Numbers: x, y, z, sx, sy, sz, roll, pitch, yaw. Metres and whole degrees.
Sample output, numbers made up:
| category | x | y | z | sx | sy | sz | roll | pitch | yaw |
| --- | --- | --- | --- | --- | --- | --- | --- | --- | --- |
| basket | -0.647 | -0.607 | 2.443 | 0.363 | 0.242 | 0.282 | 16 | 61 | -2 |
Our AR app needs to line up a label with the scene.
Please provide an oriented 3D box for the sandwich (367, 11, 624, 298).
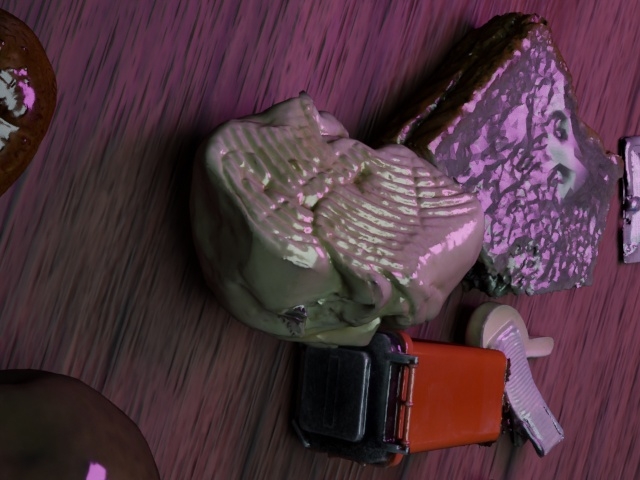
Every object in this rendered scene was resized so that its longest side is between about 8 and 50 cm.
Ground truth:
| category | x | y | z | sx | sy | sz | roll | pitch | yaw |
| --- | --- | --- | --- | --- | --- | --- | --- | --- | --- |
| sandwich | 0.231 | -0.074 | 2.061 | 0.262 | 0.131 | 0.325 | -47 | 119 | -25 |

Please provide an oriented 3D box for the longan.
| category | x | y | z | sx | sy | sz | roll | pitch | yaw |
| --- | --- | --- | --- | --- | --- | --- | --- | --- | --- |
| longan | -0.320 | 0.258 | 1.613 | 0.350 | 0.288 | 0.288 | 3 | 92 | -30 |

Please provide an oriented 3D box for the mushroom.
| category | x | y | z | sx | sy | sz | roll | pitch | yaw |
| --- | --- | --- | --- | --- | --- | --- | --- | --- | --- |
| mushroom | -0.359 | -0.129 | 1.630 | 0.194 | 0.138 | 0.231 | 32 | 75 | -33 |

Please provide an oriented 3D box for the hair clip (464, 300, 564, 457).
| category | x | y | z | sx | sy | sz | roll | pitch | yaw |
| --- | --- | --- | --- | --- | --- | --- | --- | --- | --- |
| hair clip | 0.245 | 0.162 | 2.127 | 0.159 | 0.071 | 0.218 | -43 | 123 | -31 |

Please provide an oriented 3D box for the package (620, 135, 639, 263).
| category | x | y | z | sx | sy | sz | roll | pitch | yaw |
| --- | --- | --- | --- | --- | --- | --- | --- | --- | --- |
| package | 0.471 | -0.057 | 2.298 | 0.173 | 0.027 | 0.171 | -3 | 92 | -36 |

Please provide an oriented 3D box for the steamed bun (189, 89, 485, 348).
| category | x | y | z | sx | sy | sz | roll | pitch | yaw |
| --- | --- | --- | --- | --- | --- | --- | --- | --- | --- |
| steamed bun | 0.000 | 0.000 | 1.848 | 0.320 | 0.206 | 0.275 | 29 | 46 | 1 |

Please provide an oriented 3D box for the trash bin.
| category | x | y | z | sx | sy | sz | roll | pitch | yaw |
| --- | --- | --- | --- | --- | --- | --- | --- | --- | --- |
| trash bin | 0.109 | 0.177 | 1.969 | 0.238 | 0.184 | 0.161 | 4 | 91 | -41 |
